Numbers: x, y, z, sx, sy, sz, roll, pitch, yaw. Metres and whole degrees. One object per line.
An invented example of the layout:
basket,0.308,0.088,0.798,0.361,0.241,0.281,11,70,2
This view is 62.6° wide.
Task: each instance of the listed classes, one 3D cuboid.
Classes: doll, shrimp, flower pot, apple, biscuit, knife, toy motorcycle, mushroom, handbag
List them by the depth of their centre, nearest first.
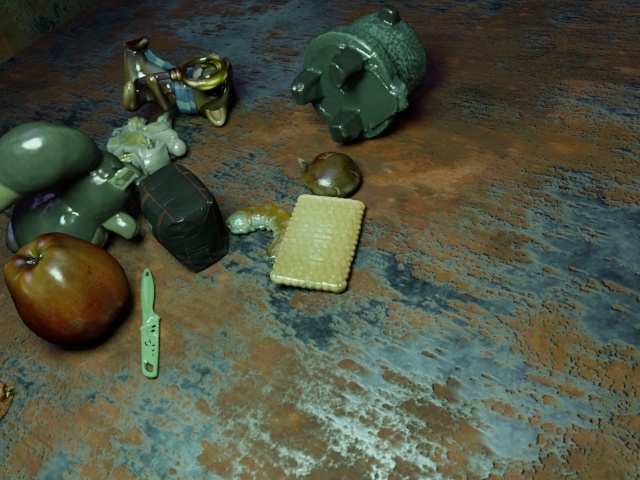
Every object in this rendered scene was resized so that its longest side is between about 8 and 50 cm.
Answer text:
apple,-0.505,0.098,1.063,0.233,0.234,0.234,-9,46,9
knife,-0.354,0.161,1.095,0.043,0.020,0.293,-18,46,-1
biscuit,0.000,0.001,1.113,0.160,0.030,0.250,7,50,10
doll,-0.608,-0.087,1.167,0.382,0.378,0.252,-44,53,-1
handbag,-0.304,-0.050,1.173,0.155,0.169,0.215,-33,49,-18
shrimp,-0.138,-0.009,1.175,0.161,0.049,0.166,-10,53,6
mushroom,0.013,-0.161,1.240,0.170,0.080,0.135,25,49,31
flower pot,0.107,-0.396,1.290,0.299,0.299,0.283,24,51,34
toy motorcycle,-0.484,-0.271,1.481,0.222,0.108,0.341,-7,39,-1
doll,-0.415,-0.472,1.533,0.339,0.209,0.318,10,31,-8

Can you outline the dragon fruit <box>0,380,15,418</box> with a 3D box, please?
dragon fruit,-0.663,0.327,0.985,0.147,0.102,0.096,-32,39,0
